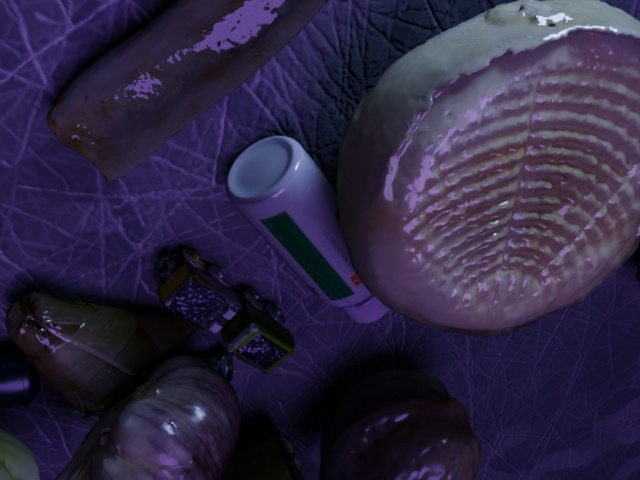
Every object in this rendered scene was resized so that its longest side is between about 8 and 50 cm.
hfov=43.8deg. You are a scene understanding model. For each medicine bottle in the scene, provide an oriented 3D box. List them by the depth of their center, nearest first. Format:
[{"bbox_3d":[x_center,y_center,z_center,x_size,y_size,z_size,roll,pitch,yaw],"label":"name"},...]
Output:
[{"bbox_3d":[0.000,0.000,0.878,0.095,0.095,0.260,-34,132,4],"label":"medicine bottle"}]

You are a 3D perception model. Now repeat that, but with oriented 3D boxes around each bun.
[{"bbox_3d":[0.179,-0.083,0.824,0.364,0.202,0.364,-13,127,-17],"label":"bun"}]

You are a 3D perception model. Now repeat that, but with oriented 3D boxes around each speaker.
[{"bbox_3d":[-0.344,0.161,0.866,0.075,0.060,0.094,-8,130,-18],"label":"speaker"}]

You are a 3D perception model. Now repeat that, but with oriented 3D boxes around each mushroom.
[{"bbox_3d":[-0.101,-0.175,0.702,0.312,0.081,0.100,-36,130,11],"label":"mushroom"}]

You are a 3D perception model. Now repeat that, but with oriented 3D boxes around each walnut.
[{"bbox_3d":[0.106,0.281,1.078,0.224,0.224,0.224,-13,131,-16],"label":"walnut"}]

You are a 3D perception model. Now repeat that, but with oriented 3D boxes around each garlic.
[{"bbox_3d":[-0.172,0.243,0.851,0.160,0.245,0.245,39,106,-10],"label":"garlic"}]

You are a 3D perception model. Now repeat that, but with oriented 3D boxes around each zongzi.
[{"bbox_3d":[-0.228,0.089,0.859,0.176,0.078,0.160,-34,134,-11],"label":"zongzi"}]

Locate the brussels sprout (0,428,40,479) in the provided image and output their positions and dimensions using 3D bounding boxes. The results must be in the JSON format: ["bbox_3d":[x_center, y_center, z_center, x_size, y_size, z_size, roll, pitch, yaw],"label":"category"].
[{"bbox_3d":[-0.457,0.248,0.729,0.371,0.315,0.276,17,96,-60],"label":"brussels sprout"}]

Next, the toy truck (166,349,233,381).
[{"bbox_3d":[-0.150,0.209,0.987,0.080,0.078,0.154,-3,127,-25],"label":"toy truck"}]

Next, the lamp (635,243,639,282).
[{"bbox_3d":[0.550,0.036,1.134,0.185,0.161,0.161,21,115,-37],"label":"lamp"}]

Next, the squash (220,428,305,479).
[{"bbox_3d":[-0.157,0.450,1.057,0.384,0.263,0.263,-28,133,-3],"label":"squash"}]

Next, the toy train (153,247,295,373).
[{"bbox_3d":[-0.106,0.081,0.901,0.060,0.081,0.202,-42,132,11],"label":"toy train"}]
